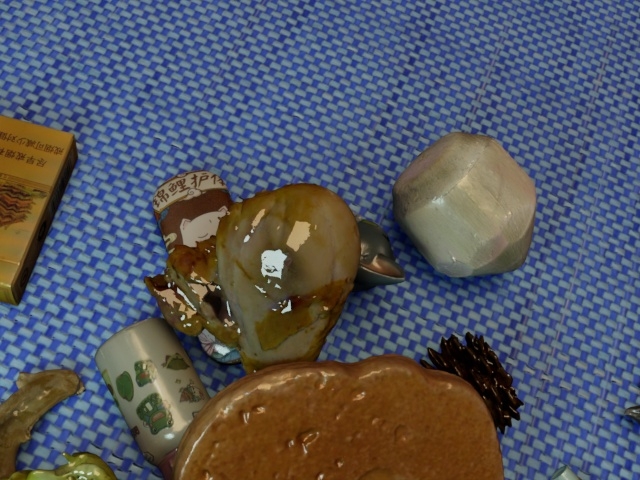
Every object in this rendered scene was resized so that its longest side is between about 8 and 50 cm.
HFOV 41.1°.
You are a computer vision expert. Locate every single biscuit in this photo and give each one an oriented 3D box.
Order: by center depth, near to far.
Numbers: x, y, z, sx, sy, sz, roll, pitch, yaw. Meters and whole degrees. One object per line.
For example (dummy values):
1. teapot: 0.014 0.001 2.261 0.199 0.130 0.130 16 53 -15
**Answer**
1. biscuit: 0.037 0.311 1.095 0.455 0.078 0.350 13 101 -18

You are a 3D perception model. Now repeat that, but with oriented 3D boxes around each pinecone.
1. pinecone: 0.192 0.222 1.236 0.165 0.163 0.163 -23 69 -7

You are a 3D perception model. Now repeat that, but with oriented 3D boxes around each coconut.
1. coconut: 0.233 -0.043 1.343 0.224 0.224 0.234 -47 108 -27

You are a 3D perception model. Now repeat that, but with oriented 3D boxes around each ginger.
1. ginger: -0.440 0.293 1.115 0.147 0.081 0.334 23 59 19

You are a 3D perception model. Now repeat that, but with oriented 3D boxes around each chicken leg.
1. chicken leg: -0.095 0.113 1.145 0.294 0.410 0.182 4 21 9

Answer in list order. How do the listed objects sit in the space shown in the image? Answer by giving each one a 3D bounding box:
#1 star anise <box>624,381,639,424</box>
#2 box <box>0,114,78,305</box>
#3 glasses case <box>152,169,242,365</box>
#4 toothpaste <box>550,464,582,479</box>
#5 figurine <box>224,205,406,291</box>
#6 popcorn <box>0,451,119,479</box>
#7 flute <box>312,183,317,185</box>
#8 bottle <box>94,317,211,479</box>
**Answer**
1. star anise: 0.588 0.292 1.308 0.231 0.089 0.209 28 69 17
2. box: -0.493 -0.055 1.278 0.174 0.076 0.274 14 62 -2
3. glasses case: -0.160 0.035 1.290 0.122 0.082 0.321 -21 66 -8
4. toothpaste: 0.420 0.417 1.244 0.056 0.036 0.205 -40 82 -19
5. figurine: -0.004 0.004 1.249 0.265 0.193 0.140 2 82 -19
6. popcorn: -0.322 0.411 0.968 0.312 0.312 0.312 5 63 -9
7. flute: -0.063 0.011 1.364 0.014 0.014 0.270 26 62 3
8. bottle: -0.205 0.239 1.162 0.120 0.120 0.253 -24 71 -21
